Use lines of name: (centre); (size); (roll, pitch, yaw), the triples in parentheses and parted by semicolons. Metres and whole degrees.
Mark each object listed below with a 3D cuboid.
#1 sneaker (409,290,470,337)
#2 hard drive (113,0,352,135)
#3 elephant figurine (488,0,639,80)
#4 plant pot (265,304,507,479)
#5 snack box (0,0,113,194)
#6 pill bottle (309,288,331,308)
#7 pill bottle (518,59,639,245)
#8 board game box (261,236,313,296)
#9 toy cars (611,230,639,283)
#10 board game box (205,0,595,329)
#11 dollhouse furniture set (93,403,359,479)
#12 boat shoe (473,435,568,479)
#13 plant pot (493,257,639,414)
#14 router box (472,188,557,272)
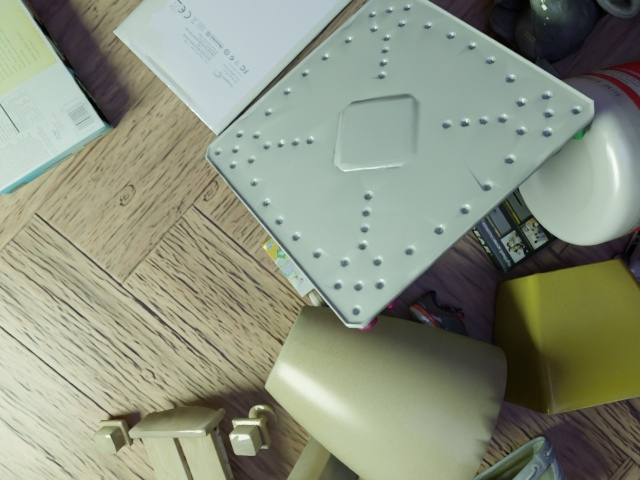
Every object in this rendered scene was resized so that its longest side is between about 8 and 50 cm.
sneaker: (0.216, 0.142, 0.979); (0.158, 0.061, 0.065); (44, 83, -8)
hard drive: (-0.117, -0.344, 0.919); (0.210, 0.040, 0.319); (45, 90, -7)
elephant figurine: (0.388, -0.363, 0.917); (0.239, 0.169, 0.186); (-18, 125, -19)
plant pot: (0.072, 0.206, 0.856); (0.273, 0.256, 0.257); (25, 92, 1)
snack box: (-0.472, -0.250, 0.884); (0.187, 0.060, 0.322); (-32, 97, -2)
pill bottle: (0.047, 0.075, 0.953); (0.120, 0.067, 0.067); (-36, 97, -1)
pill bottle: (0.506, -0.153, 0.881); (0.407, 0.229, 0.229); (-17, 96, -15)
board game box: (0.000, 0.000, 0.963); (0.154, 0.026, 0.103); (-38, 97, -1)
toy cars: (0.646, -0.022, 0.990); (0.393, 0.087, 0.177); (-22, 96, -3)
board game box: (0.081, -0.134, 0.834); (0.390, 0.050, 0.390); (-42, 56, -1)
dollhouse furniture set: (-0.126, 0.380, 0.975); (0.355, 0.174, 0.304); (-7, 106, 23)
boat shoe: (0.243, 0.420, 0.979); (0.320, 0.118, 0.103); (-21, 90, -7)
plant pot: (0.377, 0.135, 0.930); (0.212, 0.212, 0.187); (-10, 82, -4)
router box: (0.295, -0.059, 0.976); (0.133, 0.046, 0.179); (-34, 97, -1)
